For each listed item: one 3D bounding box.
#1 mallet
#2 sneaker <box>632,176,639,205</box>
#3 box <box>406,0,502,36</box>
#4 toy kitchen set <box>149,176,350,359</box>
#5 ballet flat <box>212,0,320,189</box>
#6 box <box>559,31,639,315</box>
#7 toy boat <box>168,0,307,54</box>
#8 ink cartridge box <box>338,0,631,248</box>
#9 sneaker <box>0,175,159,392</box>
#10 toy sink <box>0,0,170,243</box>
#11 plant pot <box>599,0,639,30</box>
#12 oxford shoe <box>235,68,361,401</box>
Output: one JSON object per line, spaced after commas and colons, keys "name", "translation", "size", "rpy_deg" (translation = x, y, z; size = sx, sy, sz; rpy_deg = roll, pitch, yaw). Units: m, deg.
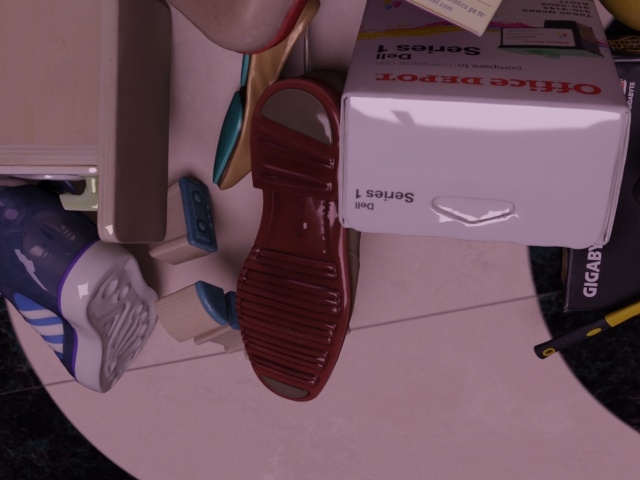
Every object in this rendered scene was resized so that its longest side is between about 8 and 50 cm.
{"name": "mallet", "translation": [0.311, 0.086, 0.921], "size": [0.062, 0.039, 0.189], "rpy_deg": [36, 129, -18]}
{"name": "sneaker", "translation": [0.422, -0.063, 0.766], "size": [0.281, 0.106, 0.162], "rpy_deg": [12, 118, -11]}
{"name": "box", "translation": [0.125, -0.312, 0.650], "size": [0.117, 0.213, 0.243], "rpy_deg": [25, 124, -8]}
{"name": "toy kitchen set", "translation": [-0.081, 0.031, 1.011], "size": [0.122, 0.166, 0.207], "rpy_deg": [-24, 153, 24]}
{"name": "ballet flat", "translation": [-0.053, -0.142, 0.882], "size": [0.073, 0.080, 0.232], "rpy_deg": [8, 127, -13]}
{"name": "box", "translation": [0.396, -0.055, 0.867], "size": [0.293, 0.073, 0.295], "rpy_deg": [2, 123, 7]}
{"name": "toy boat", "translation": [-0.031, -0.276, 0.747], "size": [0.151, 0.151, 0.231], "rpy_deg": [45, 127, 16]}
{"name": "ink cartridge box", "translation": [0.129, -0.123, 0.739], "size": [0.201, 0.278, 0.117], "rpy_deg": [4, 125, 7]}
{"name": "sneaker", "translation": [-0.318, 0.037, 1.009], "size": [0.236, 0.130, 0.323], "rpy_deg": [31, 154, 9]}
{"name": "toy sink", "translation": [-0.223, -0.115, 0.818], "size": [0.131, 0.153, 0.234], "rpy_deg": [1, 91, 8]}
{"name": "plant pot", "translation": [0.300, -0.227, 0.750], "size": [0.134, 0.095, 0.134], "rpy_deg": [4, 124, 6]}
{"name": "oxford shoe", "translation": [0.000, 0.000, 0.893], "size": [0.123, 0.130, 0.348], "rpy_deg": [18, 117, 19]}
